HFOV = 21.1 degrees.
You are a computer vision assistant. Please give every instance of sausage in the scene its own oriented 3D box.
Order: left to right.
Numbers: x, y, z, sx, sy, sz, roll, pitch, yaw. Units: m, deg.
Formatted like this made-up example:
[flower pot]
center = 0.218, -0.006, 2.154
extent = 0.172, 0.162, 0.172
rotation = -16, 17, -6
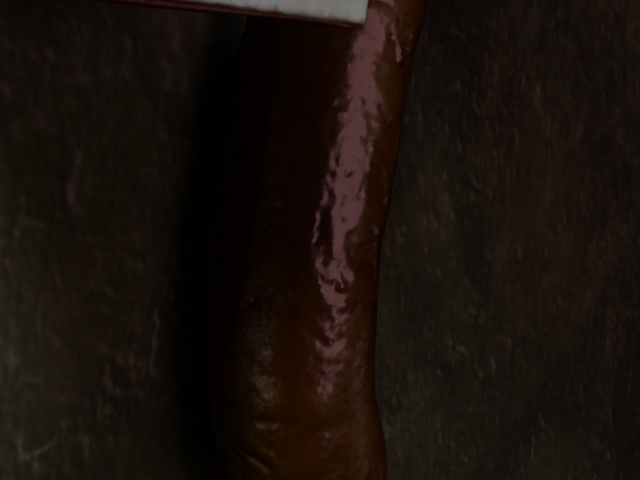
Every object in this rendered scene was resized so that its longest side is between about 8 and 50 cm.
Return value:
[sausage]
center = -0.003, 0.001, 0.731
extent = 0.103, 0.076, 0.302
rotation = -7, 106, -57

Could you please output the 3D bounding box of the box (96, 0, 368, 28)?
[box]
center = -0.042, -0.165, 0.562
extent = 0.133, 0.099, 0.182
rotation = 4, 98, -41
